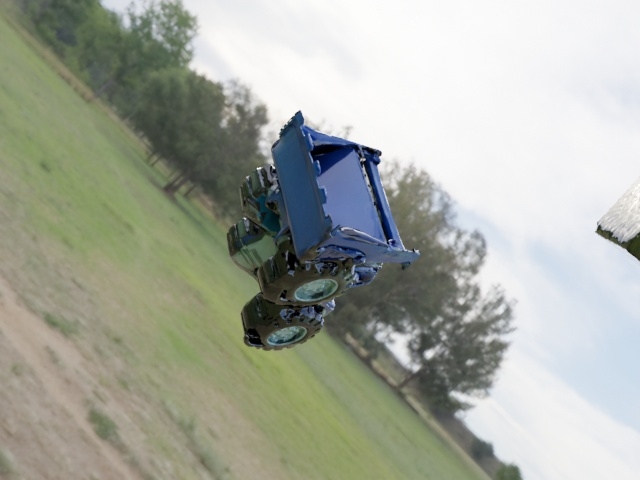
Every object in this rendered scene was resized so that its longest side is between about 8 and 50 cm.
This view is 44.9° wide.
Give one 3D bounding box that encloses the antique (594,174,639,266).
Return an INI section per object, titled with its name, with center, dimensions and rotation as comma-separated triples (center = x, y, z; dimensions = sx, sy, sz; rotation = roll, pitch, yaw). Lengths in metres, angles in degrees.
[antique]
center = 0.307, 0.034, 0.530
dimensions = 0.220, 0.081, 0.080
rotation = 37, 12, -4

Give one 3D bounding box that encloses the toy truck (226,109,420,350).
[toy truck]
center = 0.000, 0.000, 0.645
dimensions = 0.208, 0.126, 0.113
rotation = 117, -36, -54
